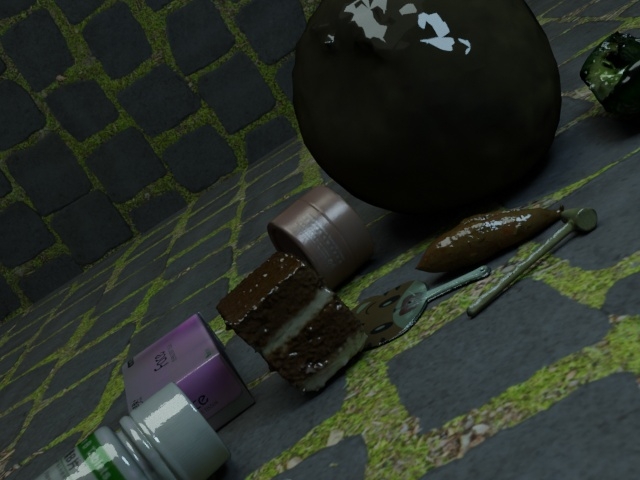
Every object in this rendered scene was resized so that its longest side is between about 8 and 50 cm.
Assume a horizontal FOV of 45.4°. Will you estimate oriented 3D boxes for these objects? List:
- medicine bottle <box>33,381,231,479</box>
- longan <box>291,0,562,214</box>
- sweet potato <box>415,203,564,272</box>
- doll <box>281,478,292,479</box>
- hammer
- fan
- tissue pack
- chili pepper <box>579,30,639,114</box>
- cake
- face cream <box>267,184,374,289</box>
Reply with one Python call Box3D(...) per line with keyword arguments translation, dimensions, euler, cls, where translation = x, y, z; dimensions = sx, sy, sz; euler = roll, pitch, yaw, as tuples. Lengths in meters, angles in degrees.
Box3D(translation=(-0.227, 0.278, 0.866), dimensions=(0.237, 0.139, 0.139), euler=(-39, 16, -16), cls="medicine bottle")
Box3D(translation=(0.149, -0.245, 1.212), dimensions=(0.404, 0.404, 0.436), euler=(-37, 18, -12), cls="longan")
Box3D(translation=(0.215, -0.007, 0.995), dimensions=(0.206, 0.060, 0.068), euler=(-18, 51, 17), cls="sweet potato")
Box3D(translation=(-0.119, 0.300, 0.739), dimensions=(0.227, 0.057, 0.114), euler=(-37, 12, -6), cls="doll")
Box3D(translation=(0.241, 0.024, 0.910), dimensions=(0.195, 0.028, 0.060), euler=(-38, 11, -10), cls="hammer")
Box3D(translation=(0.119, 0.083, 1.001), dimensions=(0.227, 0.008, 0.152), euler=(-27, 17, 25), cls="fan")
Box3D(translation=(-0.198, 0.203, 1.115), dimensions=(0.148, 0.092, 0.246), euler=(-35, 15, -10), cls="tissue pack")
Box3D(translation=(0.472, -0.244, 1.129), dimensions=(0.148, 0.116, 0.264), euler=(-41, 12, 18), cls="chili pepper")
Box3D(translation=(-0.035, 0.105, 0.972), dimensions=(0.134, 0.147, 0.135), euler=(-40, 17, -7), cls="cake")
Box3D(translation=(0.000, 0.000, 1.223), dimensions=(0.104, 0.149, 0.149), euler=(-39, 16, -16), cls="face cream")
